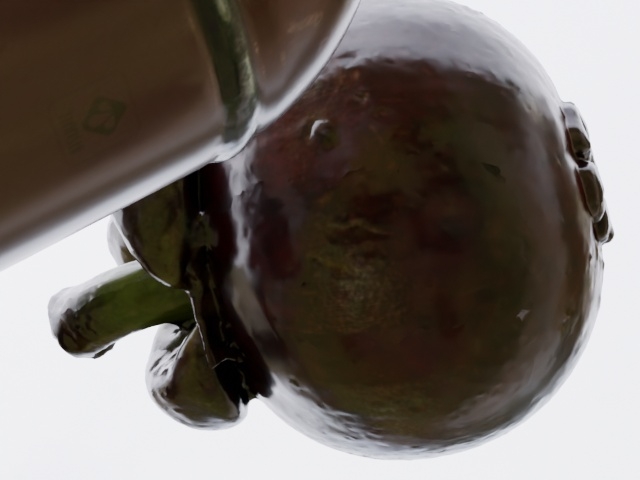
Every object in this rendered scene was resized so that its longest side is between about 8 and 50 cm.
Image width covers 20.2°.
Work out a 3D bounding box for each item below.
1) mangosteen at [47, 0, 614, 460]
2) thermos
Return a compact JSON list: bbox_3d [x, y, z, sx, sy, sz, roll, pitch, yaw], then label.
[{"bbox_3d":[0.000,0.000,0.812,0.257,0.215,0.215,-12,-42,10],"label":"mangosteen"},{"bbox_3d":[-0.107,-0.038,0.386,0.330,0.136,0.109,-28,-72,-15],"label":"thermos"}]
